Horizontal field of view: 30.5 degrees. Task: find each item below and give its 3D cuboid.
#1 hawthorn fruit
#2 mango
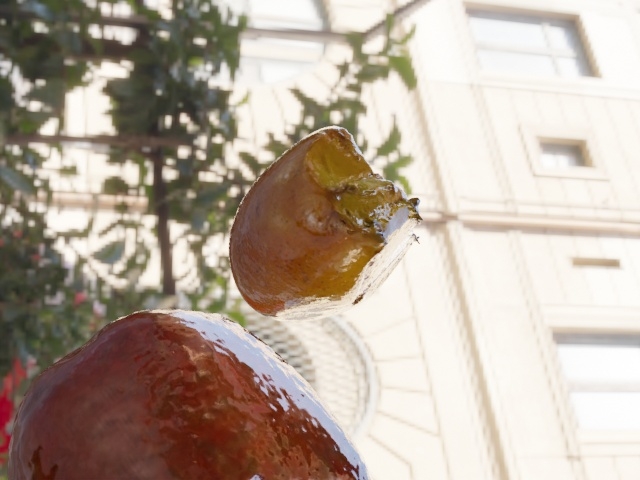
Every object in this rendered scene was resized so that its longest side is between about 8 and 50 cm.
[{"bbox_3d":[-0.053,0.092,0.431,0.138,0.133,0.133,55,-32,15],"label":"hawthorn fruit"},{"bbox_3d":[0.000,0.000,0.977,0.126,0.154,0.252,55,-20,12],"label":"mango"}]
